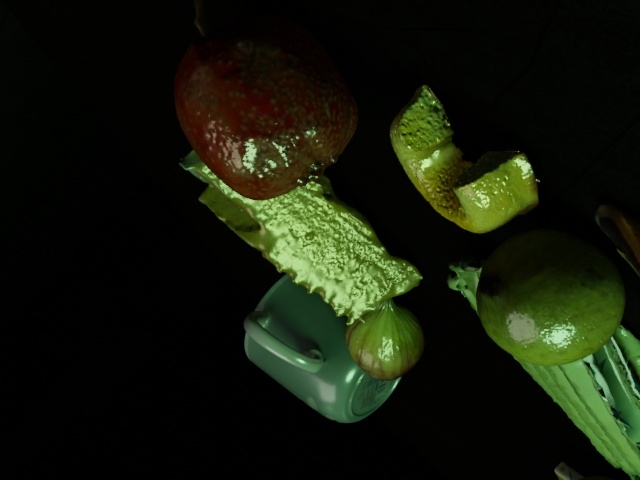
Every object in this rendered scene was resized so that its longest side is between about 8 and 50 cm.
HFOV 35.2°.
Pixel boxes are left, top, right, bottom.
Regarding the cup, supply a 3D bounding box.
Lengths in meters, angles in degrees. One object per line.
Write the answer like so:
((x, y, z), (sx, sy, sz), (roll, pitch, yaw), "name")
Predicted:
((-0.001, 0.220, 2.086), (0.274, 0.259, 0.357), (34, -168, 29), "cup")

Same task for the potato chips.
((0.333, 0.174, 1.333), (0.429, 0.070, 0.358), (51, 170, -26), "potato chips")

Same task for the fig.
((0.105, 0.160, 1.885), (0.230, 0.143, 0.160), (54, -163, -45), "fig")

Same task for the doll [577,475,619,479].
((0.461, 0.515, 1.675), (0.213, 0.236, 0.213), (46, 175, 5), "doll")

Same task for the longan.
((0.247, 0.059, 1.052), (0.154, 0.176, 0.145), (-116, 33, -53), "longan")

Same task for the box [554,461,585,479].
((0.542, 0.506, 1.884), (0.220, 0.032, 0.122), (34, 165, 43), "box")

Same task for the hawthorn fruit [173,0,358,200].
((-0.078, -0.177, 1.191), (0.253, 0.205, 0.205), (54, 170, 6), "hawthorn fruit")

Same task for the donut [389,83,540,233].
((0.144, -0.073, 1.059), (0.181, 0.078, 0.146), (40, 166, 27), "donut")

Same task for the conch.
((0.320, 0.052, 0.873), (0.233, 0.080, 0.086), (41, 161, 19), "conch")

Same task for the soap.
((-0.026, -0.024, 1.567), (0.339, 0.169, 0.304), (40, -176, 21), "soap")
